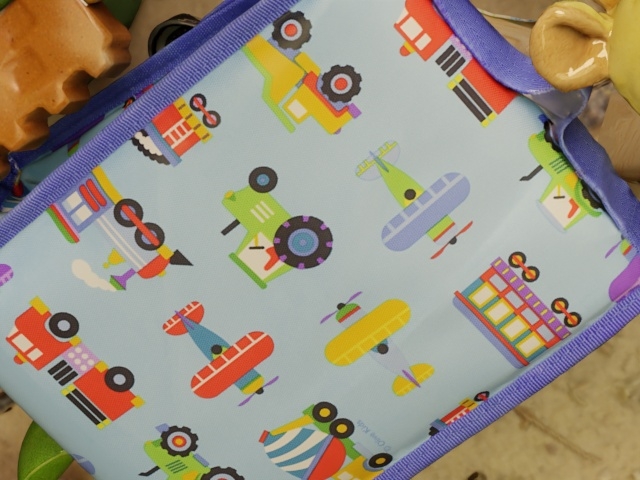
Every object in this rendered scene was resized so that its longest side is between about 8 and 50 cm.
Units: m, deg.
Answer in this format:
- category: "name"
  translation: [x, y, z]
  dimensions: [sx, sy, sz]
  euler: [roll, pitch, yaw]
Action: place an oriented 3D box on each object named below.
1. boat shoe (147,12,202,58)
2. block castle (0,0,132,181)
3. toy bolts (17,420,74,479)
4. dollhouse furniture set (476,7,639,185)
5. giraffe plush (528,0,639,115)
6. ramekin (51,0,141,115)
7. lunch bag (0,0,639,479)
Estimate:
- category: "boat shoe"
  translation: [-0.039, -0.075, 0.892]
  dimensions: [0.133, 0.042, 0.049]
  euler: [39, 104, 1]
- category: "block castle"
  translation: [-0.211, -0.110, 0.631]
  dimensions: [0.453, 0.303, 0.213]
  euler: [-40, 91, 17]
- category: "toy bolts"
  translation: [-0.211, 0.084, 0.900]
  dimensions: [0.218, 0.229, 0.158]
  euler: [-46, 52, 43]
- category: "dollhouse furniture set"
  translation: [0.239, -0.200, 0.756]
  dimensions: [0.362, 0.256, 0.394]
  euler: [17, 125, 9]
- category: "giraffe plush"
  translation: [0.185, -0.051, 0.630]
  dimensions: [0.210, 0.181, 0.170]
  euler: [-14, 107, 58]
- category: "ramekin"
  translation: [-0.233, -0.176, 0.857]
  dimensions: [0.304, 0.148, 0.303]
  euler: [2, 101, 12]
- category: "lunch bag"
  translation: [0.000, 0.000, 0.743]
  dimensions: [0.293, 0.138, 0.221]
  euler: [-33, 110, 29]
